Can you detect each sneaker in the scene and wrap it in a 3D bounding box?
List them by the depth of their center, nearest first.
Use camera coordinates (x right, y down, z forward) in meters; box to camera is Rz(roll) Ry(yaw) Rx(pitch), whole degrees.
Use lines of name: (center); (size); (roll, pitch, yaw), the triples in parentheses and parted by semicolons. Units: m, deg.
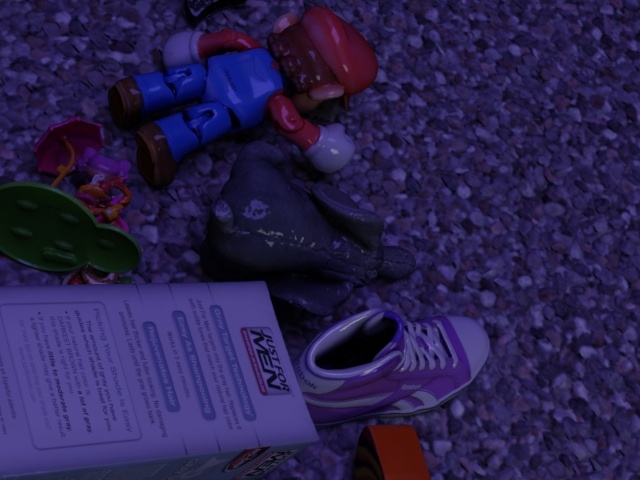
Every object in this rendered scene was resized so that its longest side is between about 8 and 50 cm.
sneaker: (0.091, 0.122, 1.487); (0.282, 0.161, 0.102); (-16, 67, -31)
sneaker: (-0.110, -0.333, 1.745); (0.170, 0.051, 0.089); (-25, 73, -26)

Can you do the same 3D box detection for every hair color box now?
hair color box: (-0.200, 0.145, 1.329); (0.374, 0.113, 0.185); (0, 60, -40)

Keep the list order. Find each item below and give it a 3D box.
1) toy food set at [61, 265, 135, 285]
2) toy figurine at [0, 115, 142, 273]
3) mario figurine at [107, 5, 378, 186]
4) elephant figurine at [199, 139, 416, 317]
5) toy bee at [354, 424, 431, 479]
toy food set: (-0.236, 0.059, 1.480); (0.082, 0.020, 0.083); (44, 55, 7)
toy figurine: (-0.256, -0.061, 1.488); (0.173, 0.130, 0.159); (17, 47, -4)
mario figurine: (-0.079, -0.162, 1.637); (0.320, 0.170, 0.198); (-21, 106, -19)
elephant figurine: (0.000, 0.000, 1.516); (0.239, 0.169, 0.186); (24, 50, -2)
toy bee: (0.081, 0.333, 1.385); (0.195, 0.162, 0.298); (15, 32, -3)
